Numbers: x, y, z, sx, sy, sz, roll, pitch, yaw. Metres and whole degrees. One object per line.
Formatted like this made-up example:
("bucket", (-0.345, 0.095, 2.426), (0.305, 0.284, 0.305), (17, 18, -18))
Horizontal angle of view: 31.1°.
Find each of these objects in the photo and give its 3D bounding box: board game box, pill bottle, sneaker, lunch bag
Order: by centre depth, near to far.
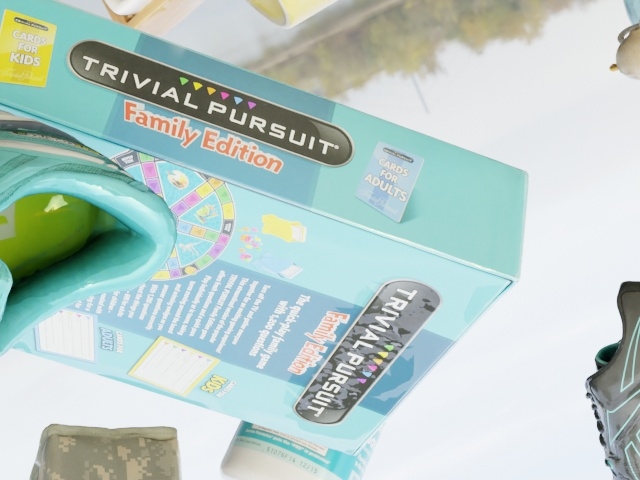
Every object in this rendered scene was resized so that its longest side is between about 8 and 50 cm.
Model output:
("sneaker", (-0.166, 0.007, 0.405), (0.110, 0.107, 0.275), (21, -153, 32))
("board game box", (-0.087, 0.001, 0.681), (0.254, 0.336, 0.079), (122, -16, -53))
("sneaker", (0.287, 0.147, 1.019), (0.106, 0.267, 0.101), (20, -148, 19))
("lunch bag", (-0.247, 0.367, 1.250), (0.169, 0.235, 0.287), (5, 140, -21))
("pill bottle", (0.006, 0.169, 1.263), (0.146, 0.146, 0.264), (-13, -133, 59))

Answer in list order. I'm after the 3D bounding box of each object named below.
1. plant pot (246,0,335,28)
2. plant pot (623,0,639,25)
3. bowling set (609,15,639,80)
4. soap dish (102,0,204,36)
("plant pot", (-0.006, -0.389, 1.361), (0.239, 0.254, 0.254), (-44, -171, -6))
("plant pot", (0.516, -0.355, 1.150), (0.334, 0.341, 0.341), (13, -154, 29))
("bowling set", (0.311, -0.222, 0.798), (0.287, 0.200, 0.154), (-9, -144, 40))
("soap dish", (-0.191, -0.435, 1.561), (0.291, 0.229, 0.118), (-38, 154, 14))
